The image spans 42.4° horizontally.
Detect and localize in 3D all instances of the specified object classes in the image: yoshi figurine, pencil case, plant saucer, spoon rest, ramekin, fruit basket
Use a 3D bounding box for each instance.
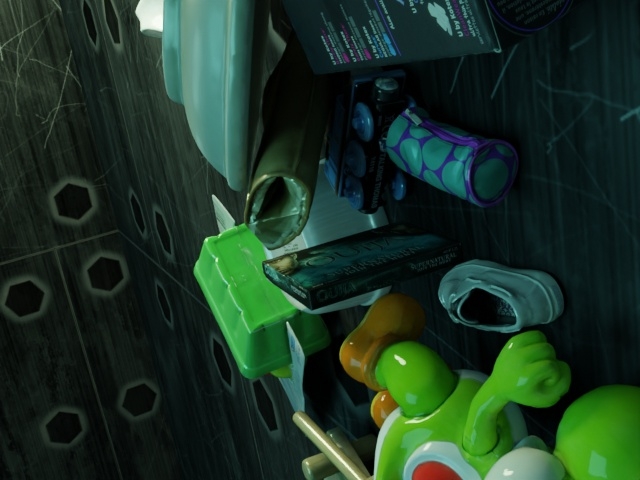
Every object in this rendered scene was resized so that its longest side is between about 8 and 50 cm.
[{"bbox_3d":[0.183,0.165,0.737,0.362,0.203,0.203,34,117,55],"label":"yoshi figurine"},{"bbox_3d":[0.124,-0.085,0.804,0.151,0.064,0.070,36,155,55],"label":"pencil case"},{"bbox_3d":[-0.112,-0.258,0.923,0.400,0.100,0.400,-175,90,-87],"label":"plant saucer"},{"bbox_3d":[-0.268,-0.412,1.450,0.276,0.084,0.137,-7,100,68],"label":"spoon rest"},{"bbox_3d":[0.000,0.000,1.099,0.207,0.109,0.207,49,149,45],"label":"ramekin"},{"bbox_3d":[-0.086,0.131,1.398,0.327,0.165,0.353,59,170,30],"label":"fruit basket"}]

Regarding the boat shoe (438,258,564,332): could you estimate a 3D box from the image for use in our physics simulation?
[{"bbox_3d":[0.162,0.062,0.825,0.184,0.063,0.066,13,118,64],"label":"boat shoe"}]

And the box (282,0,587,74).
[{"bbox_3d":[0.086,-0.229,0.621,0.270,0.165,0.143,16,135,64],"label":"box"}]

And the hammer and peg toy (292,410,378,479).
[{"bbox_3d":[0.070,0.405,1.217,0.266,0.127,0.361,52,150,44],"label":"hammer and peg toy"}]

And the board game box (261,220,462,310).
[{"bbox_3d":[0.044,0.023,0.910,0.126,0.186,0.026,26,128,60],"label":"board game box"}]

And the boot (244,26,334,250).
[{"bbox_3d":[-0.042,-0.103,0.964,0.236,0.089,0.269,104,176,-54],"label":"boot"}]

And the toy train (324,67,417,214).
[{"bbox_3d":[0.053,-0.116,0.932,0.184,0.080,0.105,95,154,-44],"label":"toy train"}]
